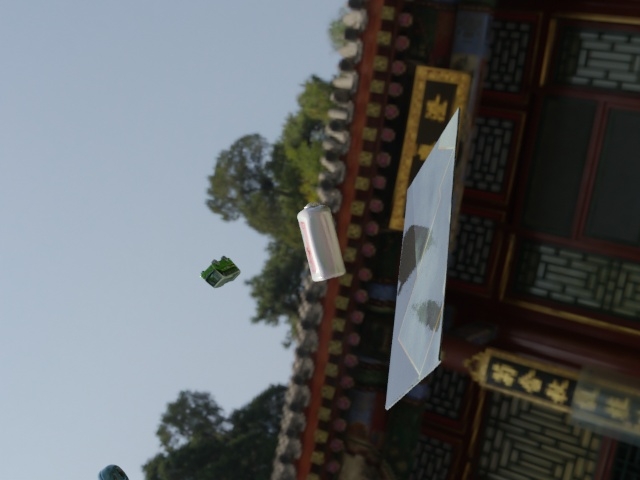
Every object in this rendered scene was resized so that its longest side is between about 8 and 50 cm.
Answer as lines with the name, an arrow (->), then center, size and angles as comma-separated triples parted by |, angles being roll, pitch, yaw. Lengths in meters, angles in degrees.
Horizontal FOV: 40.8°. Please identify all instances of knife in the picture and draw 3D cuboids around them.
knife -> -0.214, 0.397, 1.127 | 0.032, 0.244, 0.058 | -38, -12, -8

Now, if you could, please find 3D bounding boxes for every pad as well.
pad -> 0.092, 0.020, 0.783 | 0.164, 0.004, 0.243 | 115, 165, -62

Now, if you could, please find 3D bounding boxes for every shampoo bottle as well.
shampoo bottle -> 0.000, 0.000, 1.091 | 0.072, 0.043, 0.099 | 162, 94, -81

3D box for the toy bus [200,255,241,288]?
toy bus -> -0.149, 0.048, 1.281 | 0.031, 0.037, 0.083 | -45, -4, 14
